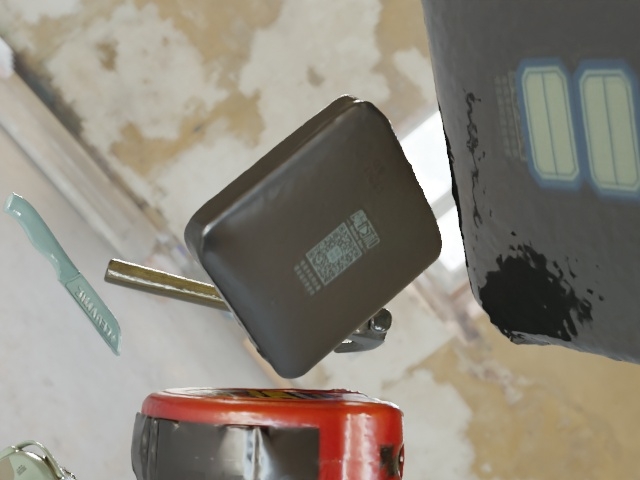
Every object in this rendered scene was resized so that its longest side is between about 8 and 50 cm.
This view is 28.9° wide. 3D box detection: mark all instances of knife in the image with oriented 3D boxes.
[{"bbox_3d":[-0.265,0.036,1.306,0.015,0.028,0.210,-3,-53,50],"label":"knife"}]

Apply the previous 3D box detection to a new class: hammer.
[{"bbox_3d":[-0.113,0.095,1.913,0.440,0.044,0.168,14,-21,-5],"label":"hammer"}]

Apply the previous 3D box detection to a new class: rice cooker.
[{"bbox_3d":[-0.391,0.375,1.701,0.127,0.145,0.206,39,8,-43],"label":"rice cooker"}]

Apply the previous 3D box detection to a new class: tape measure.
[{"bbox_3d":[-0.049,0.199,1.178,0.253,0.260,0.114,159,-67,-78],"label":"tape measure"}]

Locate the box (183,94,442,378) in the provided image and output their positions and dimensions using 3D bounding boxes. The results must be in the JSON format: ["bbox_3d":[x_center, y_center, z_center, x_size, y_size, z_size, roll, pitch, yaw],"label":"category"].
[{"bbox_3d":[0.000,0.000,1.521,0.073,0.289,0.290,39,-15,47],"label":"box"}]

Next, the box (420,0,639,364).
[{"bbox_3d":[0.190,-0.088,0.831,0.350,0.091,0.359,8,-70,63],"label":"box"}]
